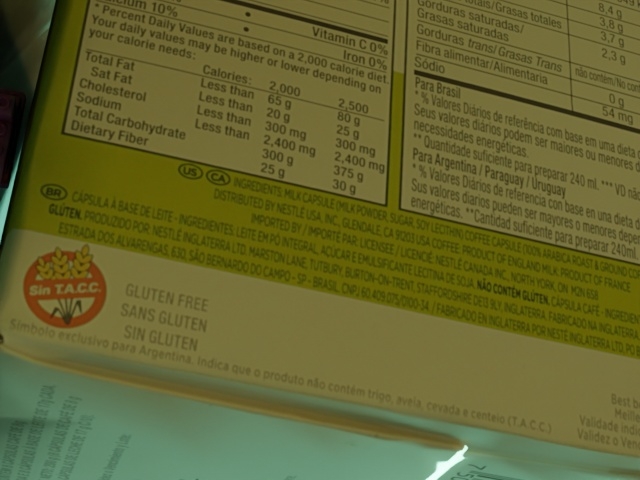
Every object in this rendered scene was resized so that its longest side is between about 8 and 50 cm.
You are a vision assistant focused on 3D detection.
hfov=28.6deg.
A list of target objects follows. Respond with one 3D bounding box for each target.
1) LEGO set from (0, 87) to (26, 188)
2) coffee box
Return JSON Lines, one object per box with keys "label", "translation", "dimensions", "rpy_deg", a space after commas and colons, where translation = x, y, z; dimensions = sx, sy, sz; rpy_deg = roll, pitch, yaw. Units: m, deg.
{"label": "LEGO set", "translation": [-0.195, 0.023, 0.551], "dimensions": [0.093, 0.087, 0.227], "rpy_deg": [140, -40, -74]}
{"label": "coffee box", "translation": [0.000, 0.000, 0.698], "dimensions": [0.338, 0.338, 0.334], "rpy_deg": [124, -26, -57]}
